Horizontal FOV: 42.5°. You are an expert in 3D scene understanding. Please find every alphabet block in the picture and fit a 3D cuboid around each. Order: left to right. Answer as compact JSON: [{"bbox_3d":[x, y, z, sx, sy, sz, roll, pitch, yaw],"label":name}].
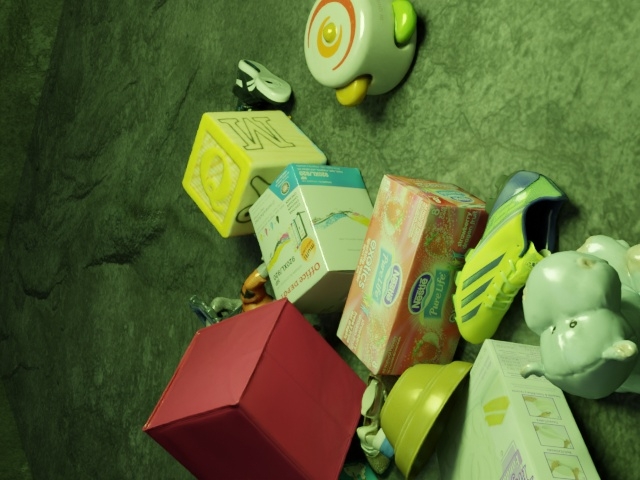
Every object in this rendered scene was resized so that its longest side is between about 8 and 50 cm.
[{"bbox_3d":[-0.138,-0.140,1.691,0.193,0.197,0.192,47,129,34],"label":"alphabet block"}]

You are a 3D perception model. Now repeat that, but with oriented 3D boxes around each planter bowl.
[{"bbox_3d":[0.155,0.261,1.283,0.090,0.217,0.217,30,115,20],"label":"planter bowl"}]

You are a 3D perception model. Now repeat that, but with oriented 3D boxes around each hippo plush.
[{"bbox_3d":[0.339,0.130,1.041,0.234,0.236,0.294,-28,67,49],"label":"hippo plush"}]

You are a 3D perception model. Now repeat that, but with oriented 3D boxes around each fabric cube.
[{"bbox_3d":[-0.110,0.305,1.496,0.254,0.258,0.259,-21,29,36],"label":"fabric cube"}]

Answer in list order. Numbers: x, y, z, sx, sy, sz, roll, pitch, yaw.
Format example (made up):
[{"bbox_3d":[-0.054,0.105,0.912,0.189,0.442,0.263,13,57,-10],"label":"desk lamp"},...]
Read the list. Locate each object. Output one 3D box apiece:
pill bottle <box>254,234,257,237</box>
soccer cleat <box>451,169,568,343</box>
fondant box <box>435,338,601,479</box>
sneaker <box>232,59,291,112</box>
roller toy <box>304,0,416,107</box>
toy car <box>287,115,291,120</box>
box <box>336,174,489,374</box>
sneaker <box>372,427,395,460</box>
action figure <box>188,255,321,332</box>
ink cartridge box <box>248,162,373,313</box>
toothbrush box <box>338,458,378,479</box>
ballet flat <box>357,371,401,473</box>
[{"bbox_3d":[-0.141,-0.063,1.826,0.120,0.067,0.067,55,130,38],"label":"pill bottle"},{"bbox_3d":[0.284,0.038,1.239,0.121,0.093,0.289,34,115,45],"label":"soccer cleat"},{"bbox_3d":[0.263,0.332,1.121,0.330,0.096,0.238,-98,21,-56],"label":"fondant box"},{"bbox_3d":[-0.133,-0.310,1.827,0.217,0.079,0.121,51,131,51],"label":"sneaker"},{"bbox_3d":[0.065,-0.366,1.500,0.191,0.146,0.209,51,128,41],"label":"roller toy"},{"bbox_3d":[-0.097,-0.230,1.817,0.122,0.060,0.040,-21,27,34],"label":"toy car"},{"bbox_3d":[0.155,0.059,1.346,0.142,0.154,0.300,41,120,55],"label":"box"},{"bbox_3d":[0.159,0.316,1.426,0.084,0.058,0.152,30,95,29],"label":"sneaker"},{"bbox_3d":[-0.100,0.200,1.739,0.341,0.178,0.330,53,142,1],"label":"action figure"},{"bbox_3d":[0.000,0.000,1.552,0.171,0.168,0.233,-43,56,42],"label":"ink cartridge box"},{"bbox_3d":[0.062,0.583,1.483,0.295,0.126,0.216,55,129,37],"label":"toothbrush box"},{"bbox_3d":[0.097,0.326,1.493,0.073,0.067,0.206,12,98,51],"label":"ballet flat"}]
